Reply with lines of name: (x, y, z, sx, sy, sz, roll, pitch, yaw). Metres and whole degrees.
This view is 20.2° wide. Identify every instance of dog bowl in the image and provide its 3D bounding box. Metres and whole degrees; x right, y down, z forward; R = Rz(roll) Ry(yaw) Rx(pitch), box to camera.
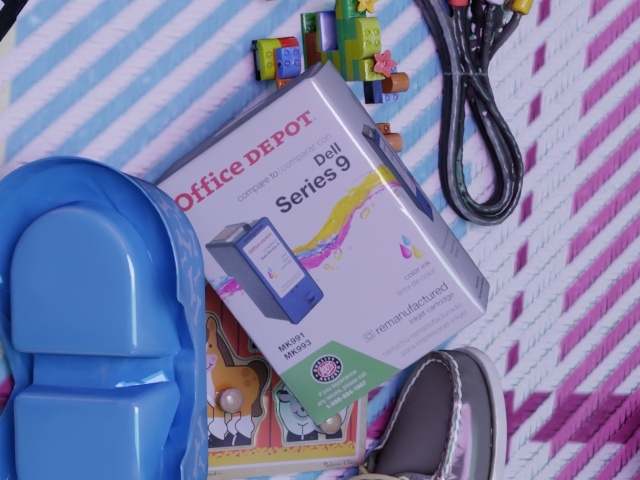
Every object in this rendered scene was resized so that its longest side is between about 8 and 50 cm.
dog bowl: (-0.154, 0.088, 1.239, 0.074, 0.166, 0.297, -13, 102, -67)

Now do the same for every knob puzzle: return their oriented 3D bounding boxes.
knob puzzle: (-0.035, 0.085, 1.372, 0.213, 0.030, 0.213, -2, 94, -28)

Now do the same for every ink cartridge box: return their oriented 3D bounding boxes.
ink cartridge box: (0.000, 0.000, 1.294, 0.154, 0.093, 0.212, -34, 96, 14)

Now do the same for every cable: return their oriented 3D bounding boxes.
cable: (0.123, -0.156, 1.418, 0.140, 0.072, 0.287, 6, 91, -23)

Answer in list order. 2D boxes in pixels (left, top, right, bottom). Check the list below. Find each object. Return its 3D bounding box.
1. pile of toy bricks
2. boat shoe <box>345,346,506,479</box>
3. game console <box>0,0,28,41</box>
pile of toy bricks: (0.019, -0.141, 1.343, 0.118, 0.105, 0.212, -10, 98, -28)
boat shoe: (0.061, 0.225, 1.389, 0.091, 0.109, 0.305, 15, 90, -33)
game console: (-0.281, -0.100, 1.182, 0.213, 0.044, 0.361, 49, 57, -33)
